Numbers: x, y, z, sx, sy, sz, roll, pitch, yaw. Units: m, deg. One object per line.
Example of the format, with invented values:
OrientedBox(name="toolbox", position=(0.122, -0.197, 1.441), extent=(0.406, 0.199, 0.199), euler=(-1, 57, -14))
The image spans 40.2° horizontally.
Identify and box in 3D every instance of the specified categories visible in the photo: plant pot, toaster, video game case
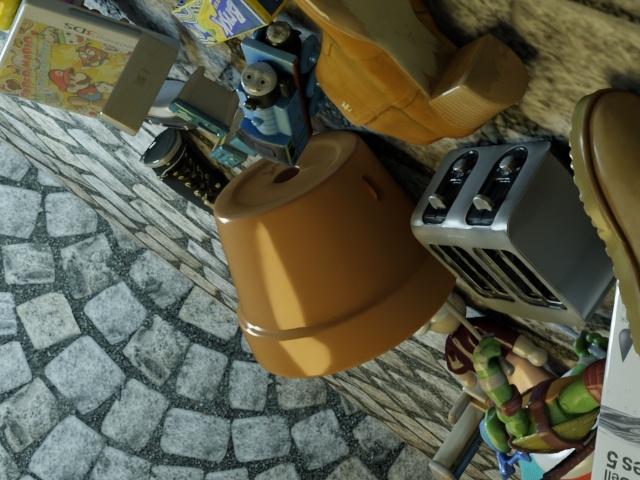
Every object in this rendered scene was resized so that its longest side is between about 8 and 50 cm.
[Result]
OrientedBox(name="plant pot", position=(0.000, 0.000, 1.088), extent=(0.291, 0.291, 0.204), euler=(14, 138, 56))
OrientedBox(name="toaster", position=(0.204, -0.005, 0.884), extent=(0.185, 0.110, 0.168), euler=(43, 165, -23))
OrientedBox(name="video game case", position=(-0.333, -0.243, 1.217), extent=(0.206, 0.026, 0.227), euler=(13, 154, -28))

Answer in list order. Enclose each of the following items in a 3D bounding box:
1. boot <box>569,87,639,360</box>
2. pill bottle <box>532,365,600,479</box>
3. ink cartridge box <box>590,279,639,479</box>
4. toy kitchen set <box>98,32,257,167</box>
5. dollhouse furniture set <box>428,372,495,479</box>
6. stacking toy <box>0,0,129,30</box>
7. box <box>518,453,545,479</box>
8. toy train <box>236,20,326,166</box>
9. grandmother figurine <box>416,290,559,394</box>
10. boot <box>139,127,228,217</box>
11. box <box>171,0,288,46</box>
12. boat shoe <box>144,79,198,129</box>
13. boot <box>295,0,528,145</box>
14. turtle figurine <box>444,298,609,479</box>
OrientedBox(name="boot", position=(0.312, -0.034, 0.570), extent=(0.269, 0.089, 0.236), euler=(-26, 80, 55))
OrientedBox(name="pill bottle", position=(0.447, 0.312, 1.163), extent=(0.323, 0.181, 0.181), euler=(39, 165, -12))
OrientedBox(name="ink cartridge box", position=(0.336, 0.143, 0.697), extent=(0.114, 0.273, 0.198), euler=(4, -176, -33))
OrientedBox(name="toy kitchen set", position=(-0.188, -0.161, 1.200), extent=(0.207, 0.122, 0.166), euler=(29, 168, -16))
OrientedBox(name="dollhouse furniture set", position=(0.379, 0.412, 1.595), extent=(0.303, 0.198, 0.286), euler=(29, 164, 24))
OrientedBox(name="stacking toy", position=(-0.389, -0.336, 1.204), extent=(0.301, 0.175, 0.165), euler=(26, 177, -17))
OrientedBox(name="box", position=(0.436, 0.361, 1.388), extent=(0.244, 0.100, 0.060), euler=(-17, 82, 58))
OrientedBox(name="toy train", position=(-0.045, -0.161, 0.962), extent=(0.080, 0.105, 0.184), euler=(22, 163, 12))
OrientedBox(name="grandmother figurine", position=(0.270, 0.181, 1.353), extent=(0.342, 0.104, 0.208), euler=(41, 138, -4))
OrientedBox(name="boot", position=(-0.229, -0.119, 1.577), extent=(0.178, 0.085, 0.236), euler=(39, 172, -17))
OrientedBox(name="box", position=(-0.093, -0.251, 0.915), extent=(0.059, 0.054, 0.169), euler=(43, 163, -24))
OrientedBox(name="boat shoe", position=(-0.265, -0.217, 1.385), extent=(0.228, 0.080, 0.076), euler=(13, 152, 40))
OrientedBox(name="boot", position=(0.023, -0.181, 0.767), extent=(0.295, 0.104, 0.211), euler=(36, 166, -14))
OrientedBox(name="turtle figurine", position=(0.277, 0.126, 0.999), extent=(0.197, 0.275, 0.266), euler=(35, 141, -28))
